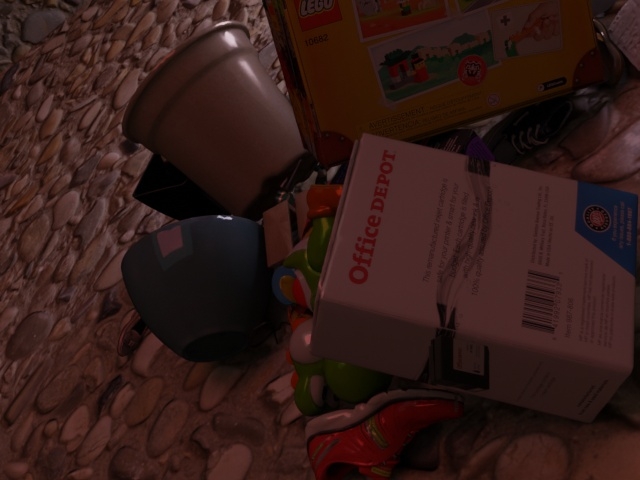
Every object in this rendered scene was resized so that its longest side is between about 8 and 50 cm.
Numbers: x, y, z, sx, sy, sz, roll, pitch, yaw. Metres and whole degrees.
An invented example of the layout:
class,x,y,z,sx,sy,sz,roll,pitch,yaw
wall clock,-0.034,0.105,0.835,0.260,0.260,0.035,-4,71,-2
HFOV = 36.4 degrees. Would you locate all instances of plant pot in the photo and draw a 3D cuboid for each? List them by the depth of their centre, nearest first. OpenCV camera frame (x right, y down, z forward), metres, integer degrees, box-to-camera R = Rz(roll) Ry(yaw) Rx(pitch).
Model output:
class,x,y,z,sx,sy,sz,roll,pitch,yaw
plant pot,-0.213,0.113,1.821,0.290,0.290,0.196,-29,60,24
plant pot,-0.172,-0.214,1.961,0.334,0.305,0.334,-42,-9,-8
plant pot,-0.279,-0.138,2.210,0.187,0.167,0.188,-10,49,41

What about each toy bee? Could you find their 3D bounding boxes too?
class,x,y,z,sx,sy,sz,roll,pitch,yaw
toy bee,0.002,0.103,1.700,0.195,0.298,0.162,-27,53,-35

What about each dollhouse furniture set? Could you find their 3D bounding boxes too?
class,x,y,z,sx,sy,sz,roll,pitch,yaw
dollhouse furniture set,0.000,0.000,1.796,0.144,0.151,0.123,-28,49,25

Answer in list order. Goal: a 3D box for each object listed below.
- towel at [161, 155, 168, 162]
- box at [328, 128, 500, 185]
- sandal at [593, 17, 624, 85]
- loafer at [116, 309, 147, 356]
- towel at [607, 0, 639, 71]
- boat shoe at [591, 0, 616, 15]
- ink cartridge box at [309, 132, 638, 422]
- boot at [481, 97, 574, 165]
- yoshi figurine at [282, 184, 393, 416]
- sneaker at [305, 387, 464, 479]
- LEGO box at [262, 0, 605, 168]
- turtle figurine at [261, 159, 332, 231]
class,x,y,z,sx,sy,sz,roll,pitch,yaw
towel,-0.336,-0.208,2.185,0.060,0.009,0.083,-44,33,5
box,0.171,-0.086,1.673,0.270,0.165,0.143,6,58,50
sandal,0.468,-0.329,1.681,0.049,0.072,0.180,-2,42,-11
loafer,-0.401,0.195,2.113,0.039,0.045,0.125,-5,49,36
towel,0.571,-0.348,1.556,0.187,0.049,0.282,-58,25,29
boat shoe,0.523,-0.499,1.800,0.229,0.080,0.076,-53,28,-11
ink cartridge box,0.205,0.045,1.311,0.394,0.166,0.286,14,55,3
boot,0.347,-0.180,1.665,0.190,0.069,0.086,-51,31,-9
yoshi figurine,0.053,0.101,1.520,0.203,0.203,0.363,169,109,-75
sneaker,0.101,0.297,1.444,0.279,0.107,0.118,-27,57,31
LEGO box,0.173,-0.377,1.600,0.499,0.373,0.193,-17,17,-6
turtle figurine,-0.030,-0.074,1.912,0.234,0.118,0.175,-42,-7,29
